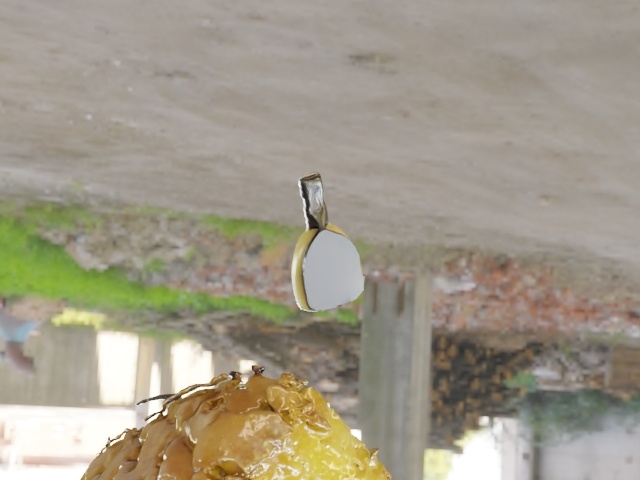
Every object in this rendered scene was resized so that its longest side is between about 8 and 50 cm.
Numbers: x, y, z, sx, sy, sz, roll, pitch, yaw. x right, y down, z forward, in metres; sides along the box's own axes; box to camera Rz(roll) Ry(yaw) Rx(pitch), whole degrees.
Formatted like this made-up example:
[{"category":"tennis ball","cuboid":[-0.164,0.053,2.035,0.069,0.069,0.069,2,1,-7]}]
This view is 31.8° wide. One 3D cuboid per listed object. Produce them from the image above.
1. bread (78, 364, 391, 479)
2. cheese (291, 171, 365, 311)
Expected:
[{"category":"bread","cuboid":[-0.086,0.199,0.738,0.261,0.160,0.147,-28,-160,35]},{"category":"cheese","cuboid":[0.000,0.000,1.293,0.086,0.162,0.036,-16,-157,-13]}]
